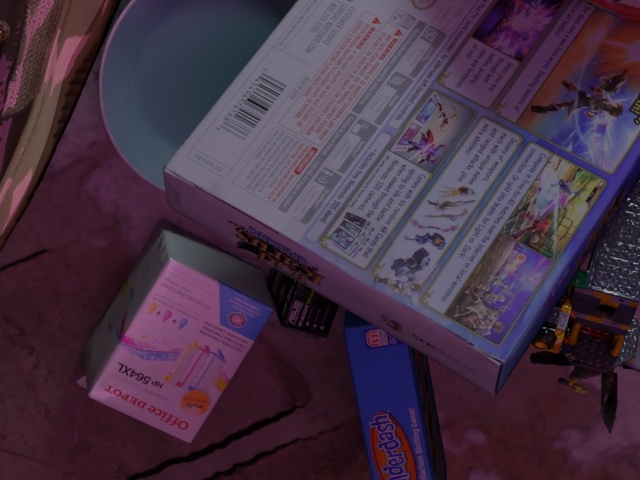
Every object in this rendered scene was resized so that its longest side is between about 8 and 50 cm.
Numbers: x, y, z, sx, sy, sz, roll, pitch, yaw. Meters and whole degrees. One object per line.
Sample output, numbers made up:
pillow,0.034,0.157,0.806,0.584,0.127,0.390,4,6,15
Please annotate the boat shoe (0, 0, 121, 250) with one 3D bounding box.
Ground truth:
boat shoe,-0.231,-0.114,1.178,0.123,0.123,0.342,24,101,-8

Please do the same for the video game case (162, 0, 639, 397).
video game case,0.077,-0.072,1.077,0.244,0.061,0.269,30,67,17

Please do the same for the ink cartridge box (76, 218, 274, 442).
ink cartridge box,-0.113,0.076,1.275,0.092,0.090,0.143,27,103,-17

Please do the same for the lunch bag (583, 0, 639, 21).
lunch bag,0.212,-0.240,1.131,0.293,0.258,0.120,0,119,-31

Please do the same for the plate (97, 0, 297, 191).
plate,-0.073,-0.120,1.233,0.188,0.024,0.188,-9,115,-19

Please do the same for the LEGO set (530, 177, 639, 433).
LEGO set,0.151,-0.040,1.204,0.255,0.331,0.192,8,153,4

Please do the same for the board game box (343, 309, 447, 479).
board game box,0.060,0.124,1.281,0.047,0.160,0.210,-9,111,7

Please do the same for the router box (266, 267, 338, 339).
router box,0.000,0.000,1.264,0.038,0.092,0.122,16,106,-14
